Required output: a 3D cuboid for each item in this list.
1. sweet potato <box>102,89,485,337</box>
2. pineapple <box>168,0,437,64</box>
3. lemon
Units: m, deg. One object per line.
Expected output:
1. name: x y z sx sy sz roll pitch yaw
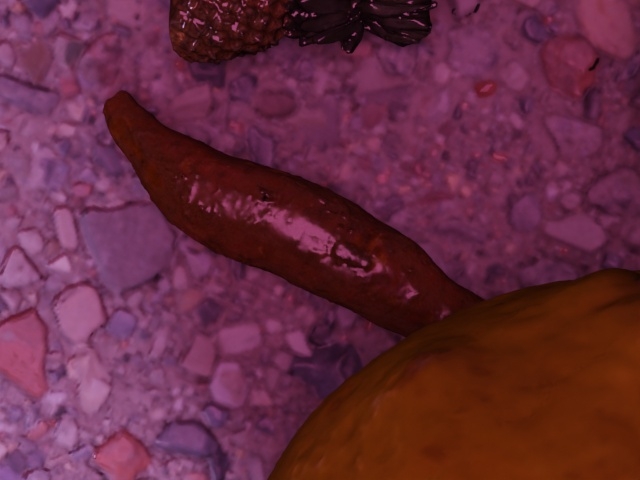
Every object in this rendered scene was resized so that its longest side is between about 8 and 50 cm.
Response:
1. sweet potato: 0.000 0.000 0.989 0.314 0.072 0.066 26 78 6
2. pineapple: -0.011 -0.143 0.993 0.159 0.074 0.074 -2 90 -2
3. lemon: 0.129 0.186 0.840 0.350 0.350 0.387 21 104 4
